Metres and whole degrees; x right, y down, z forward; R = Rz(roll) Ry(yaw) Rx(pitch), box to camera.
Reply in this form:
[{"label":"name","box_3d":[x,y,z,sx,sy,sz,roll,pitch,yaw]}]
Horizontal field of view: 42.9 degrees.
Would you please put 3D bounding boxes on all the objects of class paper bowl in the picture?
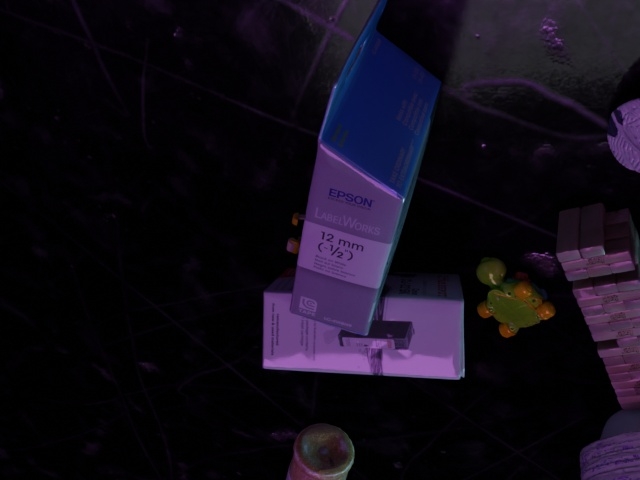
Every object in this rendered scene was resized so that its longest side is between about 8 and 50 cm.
[{"label":"paper bowl","box_3d":[0.541,0.338,1.233,0.284,0.148,0.284,4,151,2]}]

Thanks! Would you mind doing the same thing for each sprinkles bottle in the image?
[{"label":"sprinkles bottle","box_3d":[-0.019,0.518,1.661,0.121,0.121,0.355,17,134,5]}]

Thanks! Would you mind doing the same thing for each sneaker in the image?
[{"label":"sneaker","box_3d":[0.452,-0.136,0.915,0.235,0.153,0.094,159,99,-67]}]

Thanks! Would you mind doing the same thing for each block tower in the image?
[{"label":"block tower","box_3d":[0.427,0.105,1.139,0.091,0.097,0.335,-13,126,31]}]

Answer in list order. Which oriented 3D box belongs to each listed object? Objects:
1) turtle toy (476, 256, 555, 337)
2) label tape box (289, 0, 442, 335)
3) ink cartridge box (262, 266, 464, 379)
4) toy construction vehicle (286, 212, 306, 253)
[{"label":"turtle toy","box_3d":[0.278,0.078,1.189,0.130,0.066,0.095,41,132,-17]},{"label":"label tape box","box_3d":[0.066,-0.093,0.987,0.115,0.249,0.348,18,134,5]},{"label":"ink cartridge box","box_3d":[0.069,0.113,1.169,0.272,0.197,0.114,3,98,7]},{"label":"toy construction vehicle","box_3d":[0.000,0.000,1.252,0.098,0.035,0.086,17,142,5]}]
